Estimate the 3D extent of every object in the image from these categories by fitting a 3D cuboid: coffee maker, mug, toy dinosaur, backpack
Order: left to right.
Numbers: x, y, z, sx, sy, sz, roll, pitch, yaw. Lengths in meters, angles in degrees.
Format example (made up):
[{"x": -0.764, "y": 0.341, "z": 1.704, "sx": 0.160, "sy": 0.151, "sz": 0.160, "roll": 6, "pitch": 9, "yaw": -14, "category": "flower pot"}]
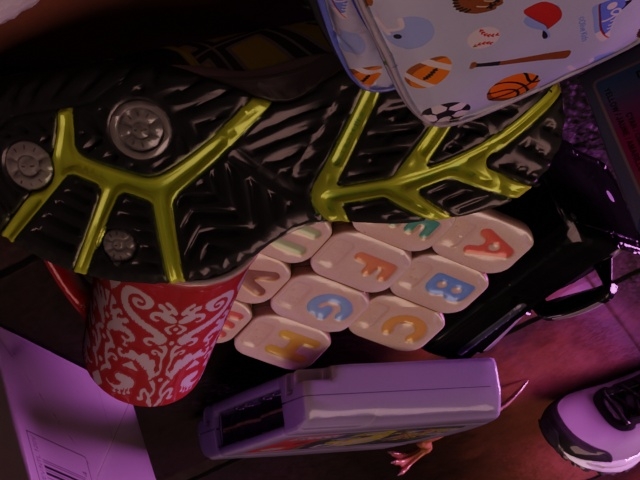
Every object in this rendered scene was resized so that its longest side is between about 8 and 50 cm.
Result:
[{"x": -0.123, "y": 0.022, "z": 1.363, "sx": 0.113, "sy": 0.150, "sz": 0.169, "roll": -31, "pitch": 156, "yaw": -34, "category": "mug"}, {"x": 0.112, "y": 0.172, "z": 1.847, "sx": 0.112, "sy": 0.064, "sz": 0.211, "roll": -37, "pitch": 149, "yaw": 26, "category": "toy dinosaur"}, {"x": 0.136, "y": 0.001, "z": 1.525, "sx": 0.171, "sy": 0.120, "sz": 0.178, "roll": 34, "pitch": 123, "yaw": -30, "category": "coffee maker"}, {"x": 0.095, "y": -0.209, "z": 1.011, "sx": 0.263, "sy": 0.213, "sz": 0.276, "roll": -30, "pitch": 151, "yaw": 1, "category": "backpack"}]

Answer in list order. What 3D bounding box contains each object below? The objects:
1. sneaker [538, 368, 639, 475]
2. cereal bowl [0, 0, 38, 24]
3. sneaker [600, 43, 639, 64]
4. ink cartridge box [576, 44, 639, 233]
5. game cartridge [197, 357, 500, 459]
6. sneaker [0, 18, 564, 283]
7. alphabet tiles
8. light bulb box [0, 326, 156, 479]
[{"x": 0.342, "y": 0.162, "z": 1.966, "sx": 0.272, "sy": 0.100, "sz": 0.108, "roll": -10, "pitch": 137, "yaw": -26, "category": "sneaker"}, {"x": -0.235, "y": -0.177, "z": 0.863, "sx": 0.339, "sy": 0.141, "sz": 0.339, "roll": -10, "pitch": 152, "yaw": -5, "category": "cereal bowl"}, {"x": 0.198, "y": -0.159, "z": 1.327, "sx": 0.188, "sy": 0.066, "sz": 0.071, "roll": 4, "pitch": 127, "yaw": -48, "category": "sneaker"}, {"x": 0.410, "y": -0.093, "z": 1.329, "sx": 0.395, "sy": 0.151, "sz": 0.270, "roll": -24, "pitch": 154, "yaw": 14, "category": "ink cartridge box"}, {"x": 0.029, "y": 0.145, "z": 1.634, "sx": 0.196, "sy": 0.060, "sz": 0.294, "roll": -5, "pitch": 171, "yaw": -21, "category": "game cartridge"}, {"x": -0.041, "y": -0.067, "z": 1.224, "sx": 0.385, "sy": 0.147, "sz": 0.145, "roll": -3, "pitch": 110, "yaw": 4, "category": "sneaker"}, {"x": 0.000, "y": 0.000, "z": 1.406, "sx": 0.278, "sy": 0.021, "sz": 0.284, "roll": 21, "pitch": 134, "yaw": -25, "category": "alphabet tiles"}, {"x": -0.303, "y": 0.319, "z": 1.515, "sx": 0.361, "sy": 0.358, "sz": 0.225, "roll": -29, "pitch": 149, "yaw": 14, "category": "light bulb box"}]
